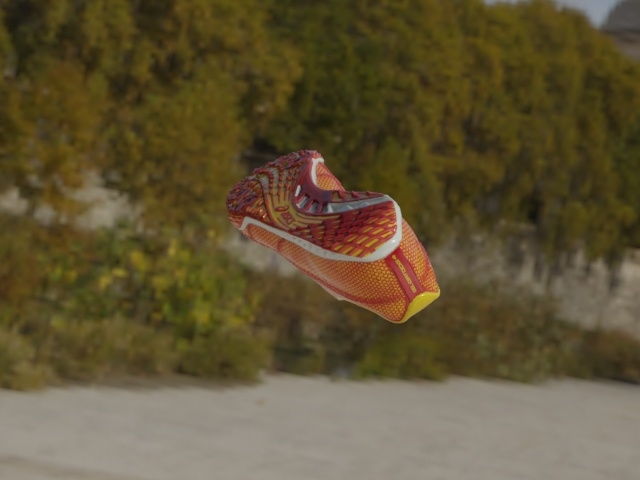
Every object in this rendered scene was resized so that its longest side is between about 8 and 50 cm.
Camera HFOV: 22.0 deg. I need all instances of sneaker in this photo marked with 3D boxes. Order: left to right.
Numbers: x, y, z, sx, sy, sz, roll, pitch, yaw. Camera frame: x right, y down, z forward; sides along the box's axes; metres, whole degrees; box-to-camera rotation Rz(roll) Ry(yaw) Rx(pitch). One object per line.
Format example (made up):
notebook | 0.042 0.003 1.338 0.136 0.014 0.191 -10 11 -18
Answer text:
sneaker | 0.000 0.000 0.861 0.067 0.064 0.175 61 -11 -29
